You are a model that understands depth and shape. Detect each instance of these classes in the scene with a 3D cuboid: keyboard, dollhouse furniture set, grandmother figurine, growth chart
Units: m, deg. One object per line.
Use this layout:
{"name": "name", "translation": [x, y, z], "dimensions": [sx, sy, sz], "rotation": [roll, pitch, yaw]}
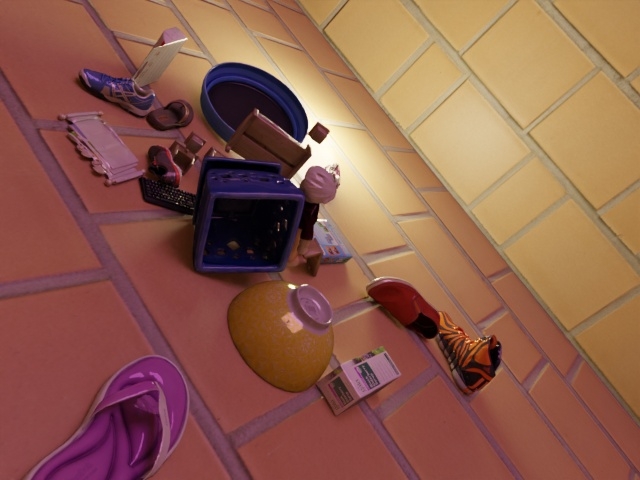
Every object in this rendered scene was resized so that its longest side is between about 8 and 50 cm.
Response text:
{"name": "keyboard", "translation": [-0.383, -0.122, 1.601], "dimensions": [0.180, 0.023, 0.108], "rotation": [19, 37, -45]}
{"name": "dollhouse furniture set", "translation": [-0.203, -0.293, 1.731], "dimensions": [0.303, 0.355, 0.174], "rotation": [34, 28, -24]}
{"name": "dollhouse furniture set", "translation": [-0.098, 0.033, 1.806], "dimensions": [0.151, 0.123, 0.144], "rotation": [-14, 58, -22]}
{"name": "grandmother figurine", "translation": [-0.047, -0.060, 1.586], "dimensions": [0.104, 0.342, 0.207], "rotation": [1, 55, -20]}
{"name": "growth chart", "translation": [-0.537, -0.233, 1.526], "dimensions": [0.237, 0.021, 0.172], "rotation": [51, 27, 9]}

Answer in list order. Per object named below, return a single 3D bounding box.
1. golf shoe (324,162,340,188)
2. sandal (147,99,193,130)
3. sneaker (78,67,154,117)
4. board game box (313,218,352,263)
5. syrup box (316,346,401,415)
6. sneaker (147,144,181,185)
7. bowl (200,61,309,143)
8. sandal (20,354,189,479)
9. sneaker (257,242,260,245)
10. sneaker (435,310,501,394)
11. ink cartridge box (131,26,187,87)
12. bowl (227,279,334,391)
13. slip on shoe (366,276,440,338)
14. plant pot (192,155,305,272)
{"name": "golf shoe", "translation": [0.043, -0.238, 2.368], "dimensions": [0.186, 0.067, 0.086], "rotation": [-72, 145, -63]}
{"name": "sandal", "translation": [-0.435, -0.384, 1.844], "dimensions": [0.090, 0.060, 0.219], "rotation": [47, 26, -1]}
{"name": "sneaker", "translation": [-0.553, -0.420, 1.695], "dimensions": [0.211, 0.081, 0.080], "rotation": [22, 37, -39]}
{"name": "board game box", "translation": [0.000, 0.000, 1.977], "dimensions": [0.211, 0.039, 0.160], "rotation": [4, 49, -59]}
{"name": "syrup box", "translation": [0.102, 0.353, 1.579], "dimensions": [0.093, 0.096, 0.237], "rotation": [56, 26, 17]}
{"name": "sneaker", "translation": [-0.417, -0.200, 1.600], "dimensions": [0.065, 0.061, 0.158], "rotation": [-6, 38, -42]}
{"name": "bowl", "translation": [-0.225, -0.440, 2.114], "dimensions": [0.391, 0.077, 0.391], "rotation": [20, 47, -23]}
{"name": "sandal", "translation": [-0.310, 0.316, 1.006], "dimensions": [0.169, 0.102, 0.416], "rotation": [44, 26, -7]}
{"name": "sneaker", "translation": [-0.208, -0.036, 1.693], "dimensions": [0.178, 0.072, 0.077], "rotation": [22, 66, -17]}
{"name": "sneaker", "translation": [0.507, 0.344, 2.100], "dimensions": [0.125, 0.180, 0.321], "rotation": [21, 36, -42]}
{"name": "ink cartridge box", "translation": [-0.499, -0.528, 1.814], "dimensions": [0.056, 0.181, 0.224], "rotation": [44, 28, -5]}
{"name": "bowl", "translation": [-0.060, 0.197, 1.487], "dimensions": [0.289, 0.156, 0.289], "rotation": [36, 28, -23]}
{"name": "slip on shoe", "translation": [0.279, 0.219, 2.016], "dimensions": [0.331, 0.123, 0.101], "rotation": [37, 31, -30]}
{"name": "plant pot", "translation": [-0.195, -0.074, 1.525], "dimensions": [0.236, 0.236, 0.212], "rotation": [2, 37, -23]}
